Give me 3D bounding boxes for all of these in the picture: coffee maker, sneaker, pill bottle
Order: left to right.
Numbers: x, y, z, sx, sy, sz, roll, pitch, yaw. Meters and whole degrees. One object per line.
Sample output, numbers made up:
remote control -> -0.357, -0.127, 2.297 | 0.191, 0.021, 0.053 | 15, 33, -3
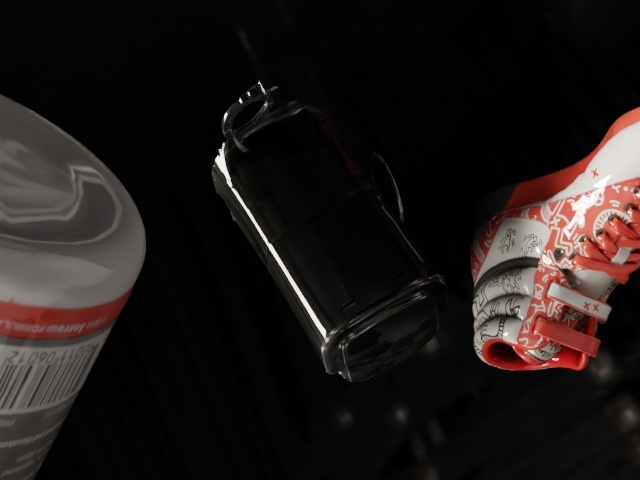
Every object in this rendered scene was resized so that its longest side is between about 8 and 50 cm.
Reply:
pill bottle -> -0.258, 0.102, 1.046 | 0.210, 0.210, 0.363 | 8, -61, -44
coffee maker -> 0.000, 0.000, 1.413 | 0.120, 0.178, 0.171 | -41, -27, 14
sneaker -> 0.203, 0.007, 1.349 | 0.090, 0.145, 0.270 | 22, -31, -29
